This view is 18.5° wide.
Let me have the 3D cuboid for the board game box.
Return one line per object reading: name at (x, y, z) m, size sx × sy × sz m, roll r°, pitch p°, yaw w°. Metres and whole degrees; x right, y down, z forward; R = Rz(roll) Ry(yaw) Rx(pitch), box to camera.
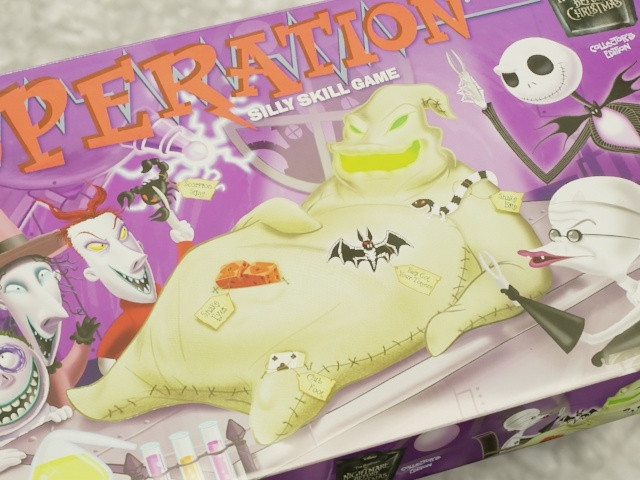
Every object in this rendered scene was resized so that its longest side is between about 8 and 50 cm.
board game box at (0.000, 0.000, 0.791) m, size 0.347 × 0.056 × 0.208 m, roll -15°, pitch 57°, yaw -13°
